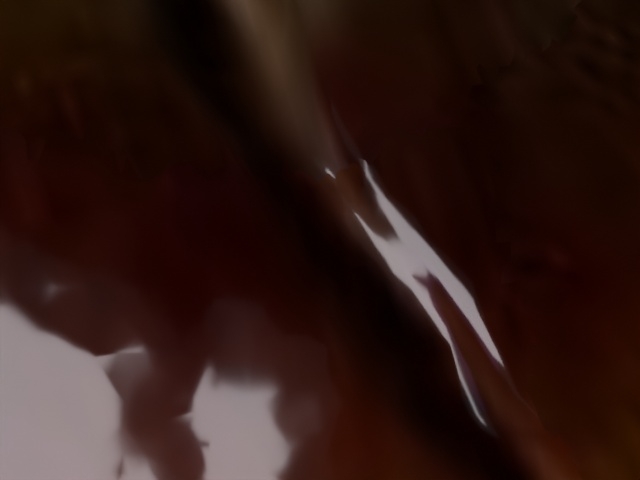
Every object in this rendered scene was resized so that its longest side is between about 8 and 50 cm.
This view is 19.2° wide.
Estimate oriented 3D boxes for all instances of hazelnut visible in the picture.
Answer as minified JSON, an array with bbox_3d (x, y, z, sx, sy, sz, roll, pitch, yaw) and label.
[{"bbox_3d":[0.000,0.000,0.605,0.315,0.372,0.372,-108,4,-75],"label":"hazelnut"}]
